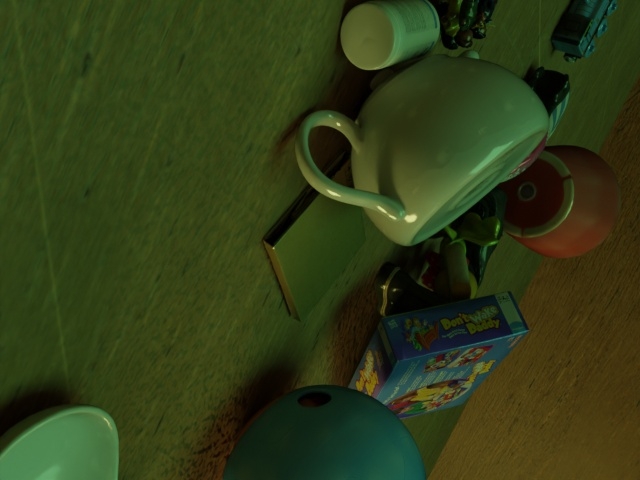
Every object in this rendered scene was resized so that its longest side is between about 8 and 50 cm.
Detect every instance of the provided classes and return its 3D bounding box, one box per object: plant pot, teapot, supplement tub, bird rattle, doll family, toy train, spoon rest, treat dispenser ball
[{"bbox_3d":[0.515,-0.098,1.506,0.243,0.275,0.275,4,113,-52],"label":"plant pot"},{"bbox_3d":[0.122,-0.126,0.777,0.252,0.187,0.256,-41,169,10],"label":"teapot"},{"bbox_3d":[0.078,-0.229,0.722,0.107,0.071,0.071,-29,141,-48],"label":"supplement tub"},{"bbox_3d":[0.238,0.067,1.232,0.253,0.143,0.207,96,-2,-51],"label":"bird rattle"},{"bbox_3d":[0.195,-0.302,0.867,0.193,0.076,0.111,-32,138,-52],"label":"doll family"},{"bbox_3d":[0.559,-0.468,1.384,0.105,0.080,0.184,19,99,-59],"label":"toy train"},{"bbox_3d":[-0.237,0.254,0.611,0.137,0.084,0.276,-38,148,-37],"label":"spoon rest"},{"bbox_3d":[0.005,0.350,0.931,0.288,0.288,0.288,-44,150,-33],"label":"treat dispenser ball"}]

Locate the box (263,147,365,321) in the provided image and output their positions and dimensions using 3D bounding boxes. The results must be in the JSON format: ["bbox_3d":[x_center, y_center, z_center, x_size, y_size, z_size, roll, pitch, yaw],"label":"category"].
[{"bbox_3d":[0.000,0.000,0.872,0.164,0.021,0.201,-51,154,-22],"label":"box"}]

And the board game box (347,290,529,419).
[{"bbox_3d":[0.191,0.226,1.181,0.233,0.078,0.347,-9,149,-16],"label":"board game box"}]

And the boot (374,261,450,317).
[{"bbox_3d":[0.176,0.126,1.204,0.077,0.137,0.198,-56,156,-10],"label":"boot"}]

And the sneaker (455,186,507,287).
[{"bbox_3d":[0.336,0.013,1.418,0.130,0.109,0.286,-20,135,-49],"label":"sneaker"}]

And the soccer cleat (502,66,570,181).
[{"bbox_3d":[0.406,-0.203,1.320,0.331,0.116,0.143,-49,152,-25],"label":"soccer cleat"}]
